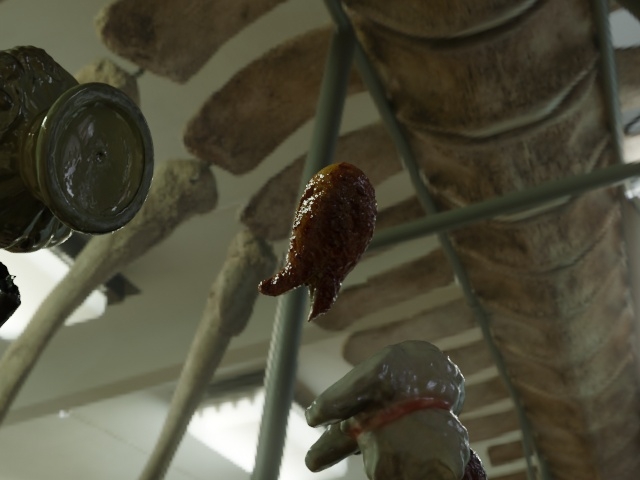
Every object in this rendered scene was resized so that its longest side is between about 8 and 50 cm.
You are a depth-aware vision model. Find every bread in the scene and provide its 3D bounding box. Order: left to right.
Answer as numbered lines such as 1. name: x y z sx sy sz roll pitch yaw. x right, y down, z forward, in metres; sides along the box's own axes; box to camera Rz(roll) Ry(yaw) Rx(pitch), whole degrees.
1. bread: 0.009 0.001 1.575 0.139 0.269 0.095 25 -5 -5

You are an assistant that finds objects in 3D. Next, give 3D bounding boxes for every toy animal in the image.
1. toy animal: 0.119 0.257 1.230 0.188 0.266 0.308 29 -38 20

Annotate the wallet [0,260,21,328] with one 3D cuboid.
1. wallet: -0.495 0.134 1.279 0.044 0.149 0.250 38 -90 -34

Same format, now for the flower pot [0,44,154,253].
1. flower pot: -0.398 -0.128 1.370 0.244 0.307 0.307 6 -20 31

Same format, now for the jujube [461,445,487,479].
1. jujube: 0.176 0.390 1.615 0.190 0.190 0.255 -20 -70 18
